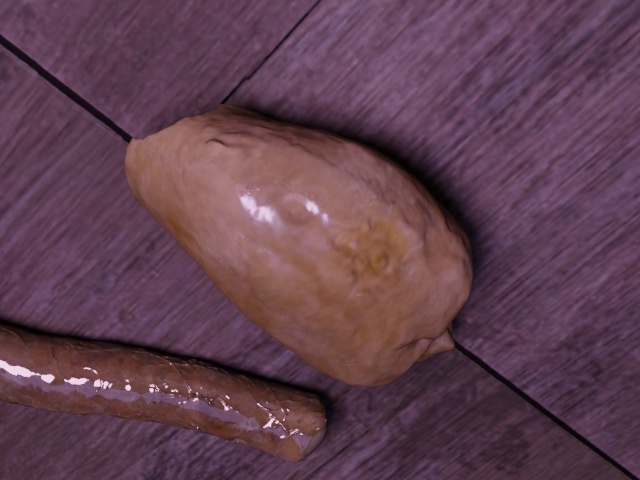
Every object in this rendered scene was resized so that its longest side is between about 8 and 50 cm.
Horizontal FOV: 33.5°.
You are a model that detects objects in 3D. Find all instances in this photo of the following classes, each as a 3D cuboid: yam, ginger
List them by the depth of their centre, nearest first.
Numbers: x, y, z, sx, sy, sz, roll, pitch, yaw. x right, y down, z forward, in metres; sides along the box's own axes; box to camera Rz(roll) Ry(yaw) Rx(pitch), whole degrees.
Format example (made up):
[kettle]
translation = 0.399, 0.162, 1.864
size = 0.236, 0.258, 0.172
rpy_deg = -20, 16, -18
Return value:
[ginger]
translation = 0.000, 0.000, 0.685
size = 0.267, 0.152, 0.138
rpy_deg = 38, 90, -14
[yam]
translation = -0.142, 0.113, 0.817
size = 0.299, 0.066, 0.066
rpy_deg = 12, 125, -2
